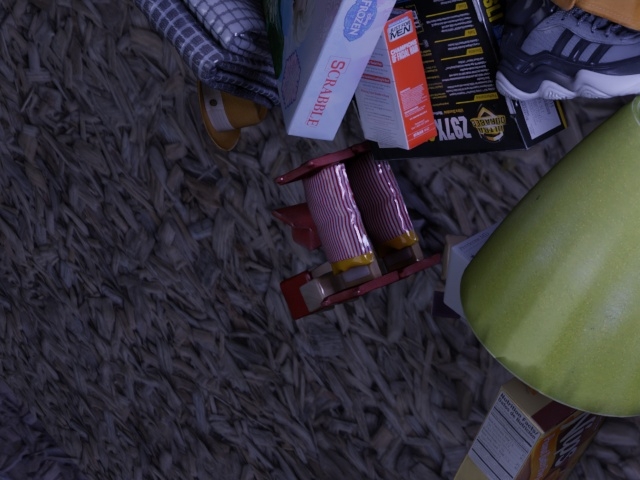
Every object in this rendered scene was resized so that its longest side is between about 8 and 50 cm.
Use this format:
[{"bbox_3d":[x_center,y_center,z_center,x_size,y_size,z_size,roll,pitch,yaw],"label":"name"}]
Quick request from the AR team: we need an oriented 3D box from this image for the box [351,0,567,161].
[{"bbox_3d":[0.141,-0.236,1.893,0.322,0.079,0.257,-1,115,57],"label":"box"}]

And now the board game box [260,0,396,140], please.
[{"bbox_3d":[0.013,-0.343,1.809,0.319,0.065,0.318,115,153,-43],"label":"board game box"}]

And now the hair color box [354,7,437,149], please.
[{"bbox_3d":[0.084,-0.205,1.876,0.093,0.053,0.167,20,132,51],"label":"hair color box"}]

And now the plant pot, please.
[{"bbox_3d":[0.335,-0.007,1.646,0.275,0.274,0.294,45,129,27],"label":"plant pot"}]

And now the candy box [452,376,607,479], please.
[{"bbox_3d":[0.283,0.260,1.979,0.087,0.183,0.316,46,147,22],"label":"candy box"}]

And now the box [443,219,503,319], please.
[{"bbox_3d":[0.229,0.048,1.967,0.087,0.101,0.102,38,141,35],"label":"box"}]

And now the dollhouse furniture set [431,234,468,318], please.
[{"bbox_3d":[0.205,0.046,2.096,0.081,0.091,0.114,-70,-14,-78],"label":"dollhouse furniture set"}]

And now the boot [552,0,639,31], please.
[{"bbox_3d":[0.255,-0.356,1.534,0.295,0.104,0.211,45,132,37],"label":"boot"}]

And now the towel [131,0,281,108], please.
[{"bbox_3d":[-0.140,-0.304,2.068,0.121,0.283,0.235,-48,69,14],"label":"towel"}]

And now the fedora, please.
[{"bbox_3d":[-0.124,-0.231,2.259,0.079,0.194,0.194,-2,119,16],"label":"fedora"}]

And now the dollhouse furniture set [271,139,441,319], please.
[{"bbox_3d":[0.000,0.000,2.204,0.374,0.152,0.201,-27,84,61],"label":"dollhouse furniture set"}]

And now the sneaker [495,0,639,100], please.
[{"bbox_3d":[0.293,-0.236,1.636,0.268,0.101,0.153,2,107,46],"label":"sneaker"}]
